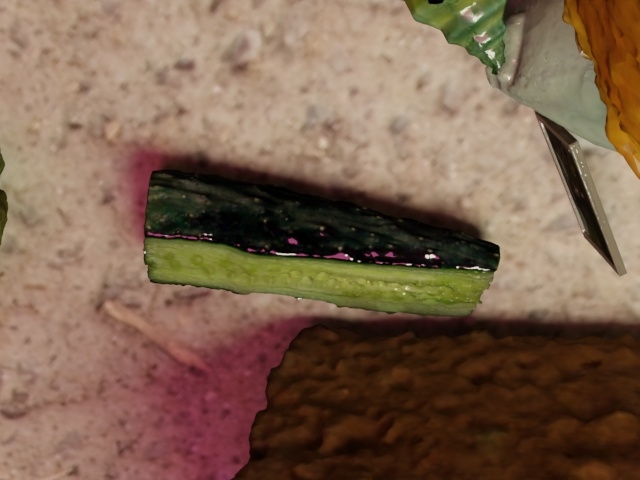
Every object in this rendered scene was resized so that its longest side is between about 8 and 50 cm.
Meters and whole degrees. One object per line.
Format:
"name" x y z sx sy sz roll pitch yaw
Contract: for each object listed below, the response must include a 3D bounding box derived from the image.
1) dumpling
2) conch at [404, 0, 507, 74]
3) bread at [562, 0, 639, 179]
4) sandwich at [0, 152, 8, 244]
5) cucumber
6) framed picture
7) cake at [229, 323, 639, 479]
"dumpling" 0.192 -0.103 0.785 0.217 0.105 0.149 26 137 19
"conch" 0.054 -0.183 0.797 0.095 0.079 0.200 -16 107 -3
"bread" 0.283 -0.151 0.643 0.358 0.204 0.337 -20 97 0
"sandwich" -0.311 0.007 0.944 0.292 0.109 0.212 -14 122 20
"cucumber" 0.000 -0.002 0.913 0.211 0.062 0.078 6 153 0
"framed picture" 0.149 -0.028 0.866 0.007 0.066 0.089 -25 114 0
"cake" 0.086 0.227 0.903 0.256 0.282 0.290 4 123 15
